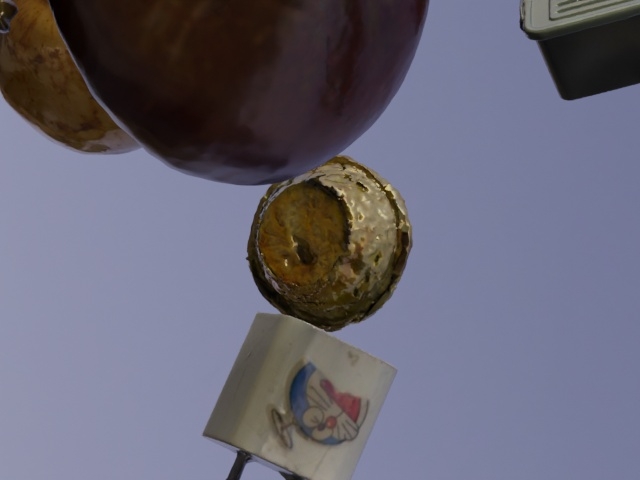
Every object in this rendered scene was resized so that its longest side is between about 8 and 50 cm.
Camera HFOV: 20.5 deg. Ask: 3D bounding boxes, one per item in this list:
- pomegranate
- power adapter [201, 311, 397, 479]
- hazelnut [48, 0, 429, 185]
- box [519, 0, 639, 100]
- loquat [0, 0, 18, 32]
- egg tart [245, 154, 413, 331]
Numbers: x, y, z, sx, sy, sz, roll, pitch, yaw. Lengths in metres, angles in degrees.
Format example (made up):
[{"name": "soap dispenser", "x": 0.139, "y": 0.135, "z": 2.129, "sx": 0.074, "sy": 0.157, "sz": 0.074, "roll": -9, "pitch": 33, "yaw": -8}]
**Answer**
[{"name": "pomegranate", "x": -0.216, "y": -0.194, "z": 1.701, "sx": 0.215, "sy": 0.215, "sz": 0.215, "roll": 4, "pitch": -85, "yaw": 53}, {"name": "power adapter", "x": -0.034, "y": 0.185, "z": 1.656, "sx": 0.125, "sy": 0.130, "sz": 0.205, "roll": -1, "pitch": -115, "yaw": 67}, {"name": "hazelnut", "x": -0.056, "y": -0.155, "z": 1.118, "sx": 0.217, "sy": 0.251, "sz": 0.217, "roll": -51, "pitch": -165, "yaw": 20}, {"name": "box", "x": 0.208, "y": -0.153, "z": 1.255, "sx": 0.122, "sy": 0.069, "sz": 0.084, "roll": -13, "pitch": -144, "yaw": 18}, {"name": "loquat", "x": -0.306, "y": -0.153, "z": 1.191, "sx": 0.246, "sy": 0.213, "sz": 0.213, "roll": 0, "pitch": -88, "yaw": 30}, {"name": "egg tart", "x": -0.002, "y": 0.000, "z": 1.996, "sx": 0.212, "sy": 0.090, "sz": 0.212, "roll": -4, "pitch": -98, "yaw": 33}]
